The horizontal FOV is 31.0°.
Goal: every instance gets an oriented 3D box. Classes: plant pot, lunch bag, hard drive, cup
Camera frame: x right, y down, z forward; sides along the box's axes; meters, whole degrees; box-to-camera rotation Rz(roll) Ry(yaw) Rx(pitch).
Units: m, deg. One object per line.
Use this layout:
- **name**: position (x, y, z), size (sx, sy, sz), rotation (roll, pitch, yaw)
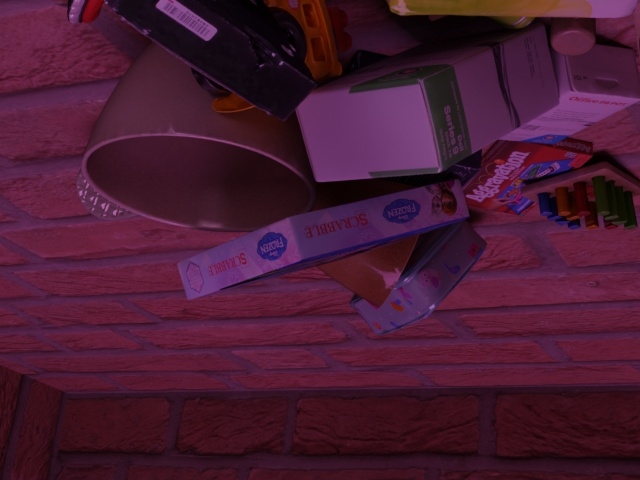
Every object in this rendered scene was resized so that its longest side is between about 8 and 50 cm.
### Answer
- **plant pot**: position (0.036, -0.042, 2.028), size (0.254, 0.237, 0.237), rotation (25, 157, -3)
- **lunch bag**: position (0.186, 0.062, 2.229), size (0.108, 0.224, 0.279), rotation (46, 152, -6)
- **hard drive**: position (-0.154, -0.282, 1.195), size (0.064, 0.339, 0.237), rotation (-45, 135, 17)
- **cup**: position (-0.158, -0.182, 1.655), size (0.331, 0.237, 0.331), rotation (6, 160, 2)

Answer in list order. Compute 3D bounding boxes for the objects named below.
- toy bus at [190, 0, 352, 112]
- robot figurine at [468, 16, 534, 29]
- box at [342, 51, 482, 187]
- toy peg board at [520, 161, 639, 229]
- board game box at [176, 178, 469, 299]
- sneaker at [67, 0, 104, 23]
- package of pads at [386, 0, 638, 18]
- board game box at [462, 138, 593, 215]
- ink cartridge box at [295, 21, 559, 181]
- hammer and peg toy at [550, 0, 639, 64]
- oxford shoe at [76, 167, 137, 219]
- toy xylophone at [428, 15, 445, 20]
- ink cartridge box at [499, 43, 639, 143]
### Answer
- **toy bus**: position (-0.055, -0.289, 1.470), size (0.211, 0.220, 0.149), rotation (-19, -173, -43)
- **robot figurine**: position (0.229, -0.308, 1.450), size (0.115, 0.067, 0.101), rotation (22, 163, -37)
- **box**: position (0.130, -0.173, 1.713), size (0.207, 0.153, 0.108), rotation (12, 159, -11)
- **toy peg board**: position (0.453, -0.057, 1.969), size (0.160, 0.079, 0.161), rotation (-18, 156, 35)
- **board game box**: position (0.000, 0.000, 1.713), size (0.318, 0.066, 0.318), rotation (-14, 177, -36)
- **sneaker**: position (-0.246, -0.345, 1.449), size (0.118, 0.107, 0.279), rotation (10, 160, -23)
- **package of pads**: position (0.215, -0.333, 1.164), size (0.296, 0.101, 0.229), rotation (-3, 139, -15)
- **board game box**: position (0.338, -0.113, 1.979), size (0.145, 0.027, 0.281), rotation (11, 158, -10)
- **ink cartridge box**: position (0.144, -0.180, 1.488), size (0.211, 0.122, 0.289), rotation (-2, -160, 44)
- **hammer and peg toy**: position (0.449, -0.276, 1.382), size (0.361, 0.127, 0.266), rotation (-1, 158, 18)
- **oxford shoe**: position (-0.204, -0.141, 1.950), size (0.449, 0.169, 0.130), rotation (-12, -163, 23)
- **toy xylophone**: position (0.137, -0.359, 1.323), size (0.322, 0.081, 0.236), rotation (-9, 154, 35)
- **ink cartridge box**: position (0.335, -0.205, 1.629), size (0.139, 0.082, 0.190), rotation (2, 163, -31)
